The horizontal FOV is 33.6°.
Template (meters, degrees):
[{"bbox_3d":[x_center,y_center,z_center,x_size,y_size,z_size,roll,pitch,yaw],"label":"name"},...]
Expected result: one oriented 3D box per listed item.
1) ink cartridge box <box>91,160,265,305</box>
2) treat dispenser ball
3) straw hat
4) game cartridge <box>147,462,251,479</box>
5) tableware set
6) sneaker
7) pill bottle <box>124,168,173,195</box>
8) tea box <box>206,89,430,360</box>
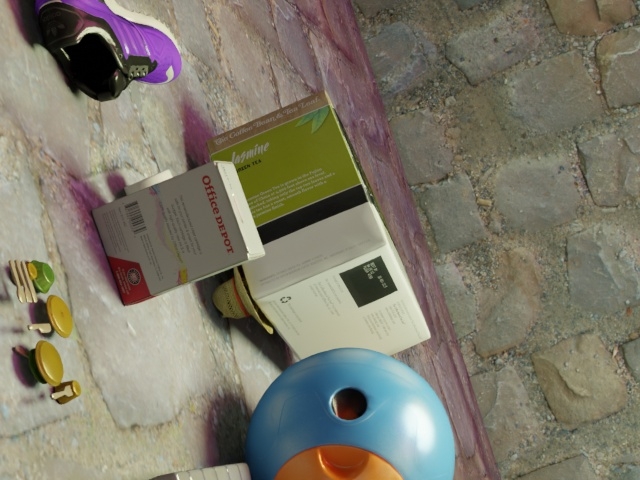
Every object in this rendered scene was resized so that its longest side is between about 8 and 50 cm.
[{"bbox_3d":[-0.173,-0.009,1.304,0.072,0.175,0.127,-10,80,-76],"label":"ink cartridge box"},{"bbox_3d":[0.040,0.291,1.456,0.288,0.288,0.288,-20,90,-76],"label":"treat dispenser ball"},{"bbox_3d":[-0.127,0.087,1.582,0.144,0.061,0.144,-24,90,-87],"label":"straw hat"},{"bbox_3d":[-0.101,0.436,1.207,0.230,0.068,0.355,19,52,-67],"label":"game cartridge"},{"bbox_3d":[-0.281,0.092,1.079,0.104,0.024,0.154,10,60,-78],"label":"tableware set"},{"bbox_3d":[-0.280,-0.242,1.410,0.293,0.102,0.146,30,45,-62],"label":"sneaker"},{"bbox_3d":[-0.203,-0.020,1.403,0.078,0.078,0.137,-51,119,-74],"label":"pill bottle"},{"bbox_3d":[0.000,0.000,1.725,0.329,0.220,0.323,61,8,-55],"label":"tea box"}]
